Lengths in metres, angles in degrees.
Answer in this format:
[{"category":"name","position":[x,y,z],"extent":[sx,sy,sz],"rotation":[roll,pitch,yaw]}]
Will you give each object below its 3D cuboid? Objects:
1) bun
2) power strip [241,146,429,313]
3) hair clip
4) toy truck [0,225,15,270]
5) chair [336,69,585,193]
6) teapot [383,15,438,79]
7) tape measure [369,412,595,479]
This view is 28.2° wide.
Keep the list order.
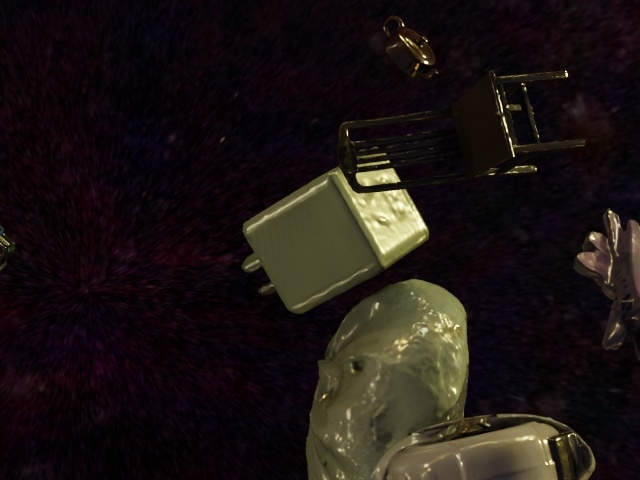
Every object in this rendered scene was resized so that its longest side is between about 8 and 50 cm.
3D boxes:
[{"category":"bun","position":[0.084,0.216,1.612],"extent":[0.194,0.354,0.354],"rotation":[9,86,5]},{"category":"power strip","position":[0.000,0.000,1.617],"extent":[0.139,0.224,0.140],"rotation":[59,36,-2]},{"category":"hair clip","position":[0.394,0.059,1.651],"extent":[0.137,0.278,0.090],"rotation":[23,117,-10]},{"category":"toy truck","position":[-0.348,0.044,1.008],"extent":[0.113,0.126,0.208],"rotation":[40,80,-7]},{"category":"chair","position":[0.129,-0.100,1.195],"extent":[0.213,0.101,0.084],"rotation":[-7,77,-26]},{"category":"teapot","position":[0.115,-0.245,1.610],"extent":[0.045,0.068,0.100],"rotation":[-40,75,29]},{"category":"tape measure","position":[0.171,0.246,1.342],"extent":[0.236,0.197,0.120],"rotation":[-10,82,-16]}]
